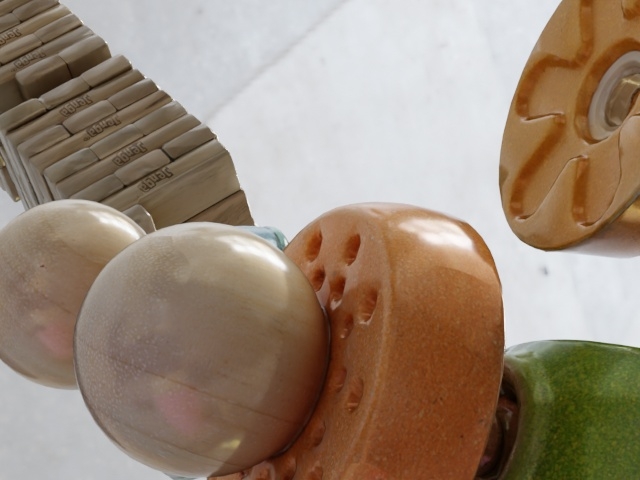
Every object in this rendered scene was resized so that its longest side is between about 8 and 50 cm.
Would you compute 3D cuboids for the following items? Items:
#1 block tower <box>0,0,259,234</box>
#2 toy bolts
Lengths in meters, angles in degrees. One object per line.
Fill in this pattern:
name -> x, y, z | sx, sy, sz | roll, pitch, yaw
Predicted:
block tower -> -0.153, -0.067, 1.015 | 0.097, 0.335, 0.091 | -30, 133, -16
toy bolts -> 0.000, 0.000, 0.486 | 0.158, 0.228, 0.218 | 22, 70, -22
